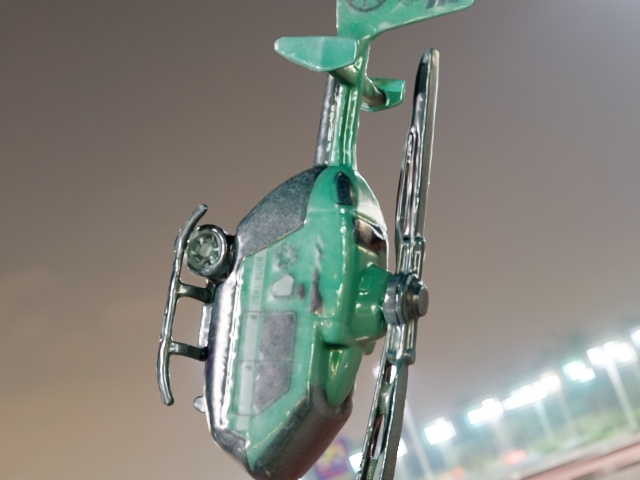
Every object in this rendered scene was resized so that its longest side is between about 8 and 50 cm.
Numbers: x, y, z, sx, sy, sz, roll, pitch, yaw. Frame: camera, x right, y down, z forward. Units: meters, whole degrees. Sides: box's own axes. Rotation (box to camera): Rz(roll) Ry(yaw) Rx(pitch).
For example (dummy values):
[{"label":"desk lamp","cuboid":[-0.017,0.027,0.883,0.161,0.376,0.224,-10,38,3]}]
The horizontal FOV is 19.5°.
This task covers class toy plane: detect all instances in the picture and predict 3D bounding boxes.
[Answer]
[{"label":"toy plane","cuboid":[0.000,0.000,0.702,0.096,0.235,0.060,3,-11,29]}]
